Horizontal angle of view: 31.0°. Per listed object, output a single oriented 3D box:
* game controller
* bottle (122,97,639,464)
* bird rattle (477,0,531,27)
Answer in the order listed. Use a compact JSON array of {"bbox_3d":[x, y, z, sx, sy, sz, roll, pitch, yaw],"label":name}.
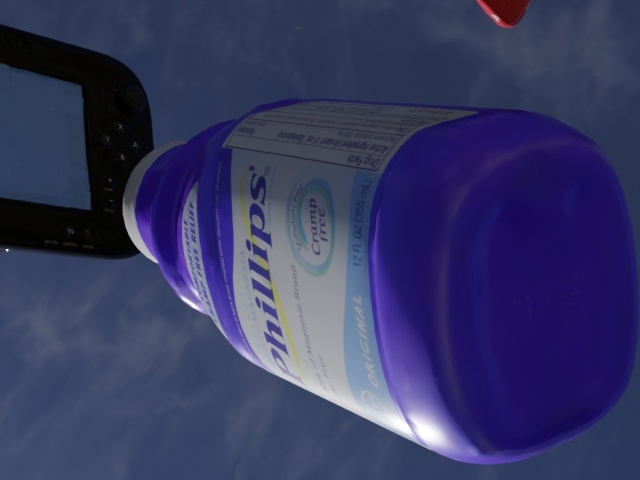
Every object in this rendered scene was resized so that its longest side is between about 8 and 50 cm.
[{"bbox_3d":[-0.241,-0.076,0.805,0.067,0.319,0.166,-26,-112,36],"label":"game controller"},{"bbox_3d":[0.000,0.000,0.475,0.092,0.283,0.118,-17,-73,-28],"label":"bottle"},{"bbox_3d":[0.050,-0.245,0.665,0.207,0.143,0.253,7,-112,2],"label":"bird rattle"}]
